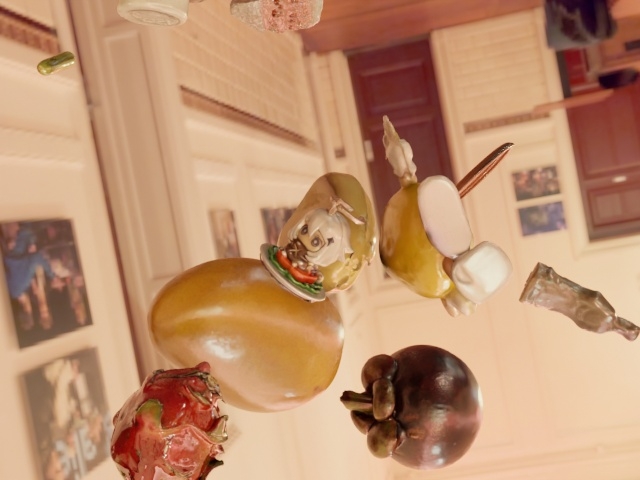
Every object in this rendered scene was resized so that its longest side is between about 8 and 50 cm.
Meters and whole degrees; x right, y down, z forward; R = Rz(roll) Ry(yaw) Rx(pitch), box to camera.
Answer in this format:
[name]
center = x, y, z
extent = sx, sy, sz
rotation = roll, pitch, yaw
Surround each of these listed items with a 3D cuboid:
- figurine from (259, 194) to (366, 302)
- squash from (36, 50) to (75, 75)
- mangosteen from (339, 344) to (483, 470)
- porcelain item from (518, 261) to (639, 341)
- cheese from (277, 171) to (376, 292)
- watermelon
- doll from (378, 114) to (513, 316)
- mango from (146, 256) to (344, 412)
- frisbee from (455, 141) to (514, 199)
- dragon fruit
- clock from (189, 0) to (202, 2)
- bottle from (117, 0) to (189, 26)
[figurine]
center = 0.000, 0.000, 1.422
extent = 0.153, 0.132, 0.132
rotation = -49, 169, 15
[squash]
center = -0.422, -0.280, 1.493
extent = 0.028, 0.027, 0.083
rotation = -10, -161, 20
[mangosteen]
center = 0.217, 0.399, 2.257
extent = 0.347, 0.306, 0.307
rotation = 5, 174, -26
[porcelain item]
center = 0.468, 0.116, 1.670
extent = 0.216, 0.081, 0.069
rotation = 25, -153, 8
[cheese]
center = 0.017, 0.001, 1.986
extent = 0.128, 0.259, 0.316
rotation = 24, -162, -28
[watermelon]
center = -0.087, -0.484, 1.880
extent = 0.094, 0.154, 0.241
rotation = 12, -147, 31
[doll]
center = 0.187, -0.017, 1.616
extent = 0.161, 0.348, 0.423
rotation = -20, -147, -7
[mango]
center = -0.139, 0.179, 1.806
extent = 0.300, 0.232, 0.446
rotation = -44, 135, 18
[frisbee]
center = 0.330, -0.128, 2.065
extent = 0.251, 0.021, 0.251
rotation = -43, 172, -8
[dragon fruit]
center = -0.224, 0.335, 1.496
extent = 0.200, 0.269, 0.198
rotation = -21, 177, 9
[clock]
center = -0.225, -0.508, 1.635
extent = 0.040, 0.184, 0.184
rotation = -5, -176, 36
[bottle]
center = -0.231, -0.439, 1.351
extent = 0.104, 0.245, 0.104
rotation = 4, 177, 0
